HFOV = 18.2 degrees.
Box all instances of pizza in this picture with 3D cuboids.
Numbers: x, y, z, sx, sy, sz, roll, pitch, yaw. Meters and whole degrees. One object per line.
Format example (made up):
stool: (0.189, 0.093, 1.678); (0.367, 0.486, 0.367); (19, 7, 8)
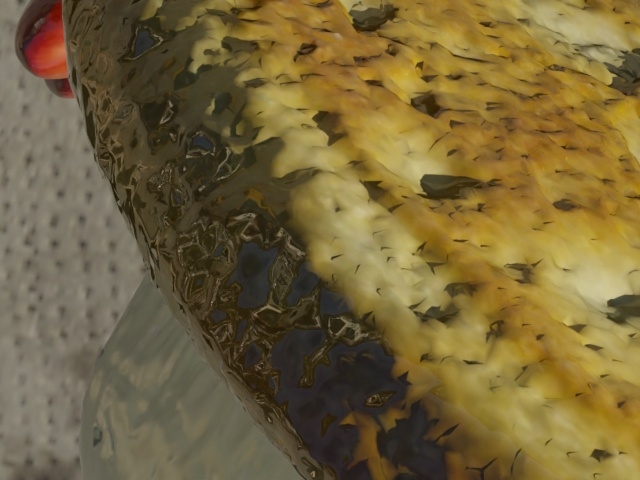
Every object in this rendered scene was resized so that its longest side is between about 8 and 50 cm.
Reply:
pizza: (0.023, -0.008, 0.514); (0.268, 0.258, 0.087); (30, 120, -1)

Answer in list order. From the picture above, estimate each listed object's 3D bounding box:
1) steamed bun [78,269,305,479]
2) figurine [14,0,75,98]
steamed bun: (0.103, 0.081, 1.004); (0.290, 0.371, 0.456); (32, 97, -29)
figurine: (-0.154, -0.264, 1.718); (0.211, 0.270, 0.261); (-5, 87, -2)
